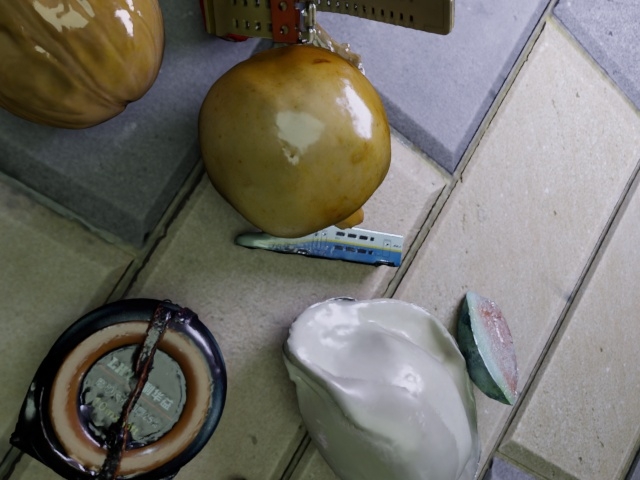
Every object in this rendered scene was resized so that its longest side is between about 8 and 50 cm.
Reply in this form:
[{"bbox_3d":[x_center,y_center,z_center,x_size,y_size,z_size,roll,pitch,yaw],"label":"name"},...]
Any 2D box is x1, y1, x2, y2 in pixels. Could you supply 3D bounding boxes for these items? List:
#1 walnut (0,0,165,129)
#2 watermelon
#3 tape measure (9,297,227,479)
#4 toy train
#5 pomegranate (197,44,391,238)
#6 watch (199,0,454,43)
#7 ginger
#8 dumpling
[{"bbox_3d":[-0.264,-0.221,0.501,0.195,0.195,0.221,-45,102,-13],"label":"walnut"},{"bbox_3d":[0.262,0.172,0.799,0.094,0.081,0.180,10,54,-4],"label":"watermelon"},{"bbox_3d":[-0.213,0.173,0.583,0.202,0.135,0.223,39,77,-10],"label":"tape measure"},{"bbox_3d":[0.000,0.000,0.698,0.234,0.052,0.051,9,88,-22],"label":"toy train"},{"bbox_3d":[-0.026,-0.113,0.589,0.233,0.233,0.233,-2,95,-22],"label":"pomegranate"},{"bbox_3d":[-0.011,-0.253,0.553,0.165,0.268,0.102,-32,135,-37],"label":"watch"},{"bbox_3d":[0.003,-0.254,0.684,0.137,0.044,0.057,40,115,-13],"label":"ginger"},{"bbox_3d":[0.108,0.219,0.708,0.341,0.181,0.260,40,52,12],"label":"dumpling"}]
